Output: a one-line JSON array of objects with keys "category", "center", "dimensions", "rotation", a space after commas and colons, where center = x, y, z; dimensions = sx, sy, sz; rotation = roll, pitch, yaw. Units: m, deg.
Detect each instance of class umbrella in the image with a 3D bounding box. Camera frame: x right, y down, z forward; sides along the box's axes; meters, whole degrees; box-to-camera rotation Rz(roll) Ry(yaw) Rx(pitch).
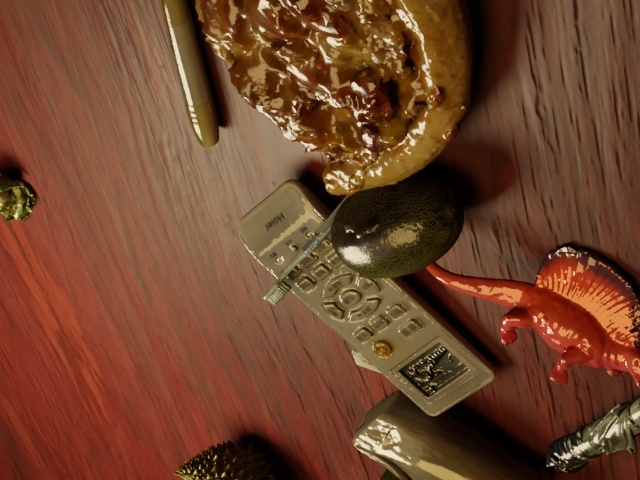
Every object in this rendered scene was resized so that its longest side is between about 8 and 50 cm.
[{"category": "umbrella", "center": [0.302, 0.205, 1.815], "dimensions": [0.050, 0.046, 0.188], "rotation": [47, 146, 1]}]

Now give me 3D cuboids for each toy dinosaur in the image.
[{"category": "toy dinosaur", "center": [0.220, 0.047, 1.685], "dimensions": [0.286, 0.070, 0.139], "rotation": [35, 140, 13]}]

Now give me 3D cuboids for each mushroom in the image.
[{"category": "mushroom", "center": [0.144, 0.248, 1.997], "dimensions": [0.247, 0.096, 0.108], "rotation": [24, 143, 23]}]

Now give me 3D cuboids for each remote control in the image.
[{"category": "remote control", "center": [0.053, 0.058, 1.884], "dimensions": [0.313, 0.055, 0.109], "rotation": [43, 129, -11]}]

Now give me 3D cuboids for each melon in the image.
[{"category": "melon", "center": [0.077, -0.015, 1.709], "dimensions": [0.162, 0.099, 0.099], "rotation": [-19, 117, 48]}]

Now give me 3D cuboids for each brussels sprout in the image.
[{"category": "brussels sprout", "center": [-0.409, -0.055, 2.248], "dimensions": [0.085, 0.058, 0.085], "rotation": [2, 129, 2]}]

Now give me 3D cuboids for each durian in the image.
[{"category": "durian", "center": [-0.102, 0.339, 2.409], "dimensions": [0.146, 0.102, 0.208], "rotation": [26, 171, 26]}]

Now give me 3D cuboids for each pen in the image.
[{"category": "pen", "center": [-0.138, -0.185, 1.790], "dimensions": [0.040, 0.032, 0.233], "rotation": [47, 158, 39]}]

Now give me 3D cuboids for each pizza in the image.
[{"category": "pizza", "center": [0.012, -0.185, 1.552], "dimensions": [0.278, 0.114, 0.409], "rotation": [29, 147, 8]}]

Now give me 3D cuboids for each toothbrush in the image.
[{"category": "toothbrush", "center": [0.000, 0.000, 1.815], "dimensions": [0.019, 0.016, 0.219], "rotation": [37, 127, -3]}]

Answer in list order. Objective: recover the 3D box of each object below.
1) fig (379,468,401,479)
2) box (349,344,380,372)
[{"category": "fig", "center": [0.148, 0.321, 2.066], "dimensions": [0.177, 0.117, 0.117], "rotation": [18, 145, 45]}, {"category": "box", "center": [0.058, 0.116, 1.985], "dimensions": [0.054, 0.024, 0.083], "rotation": [16, 143, 33]}]
